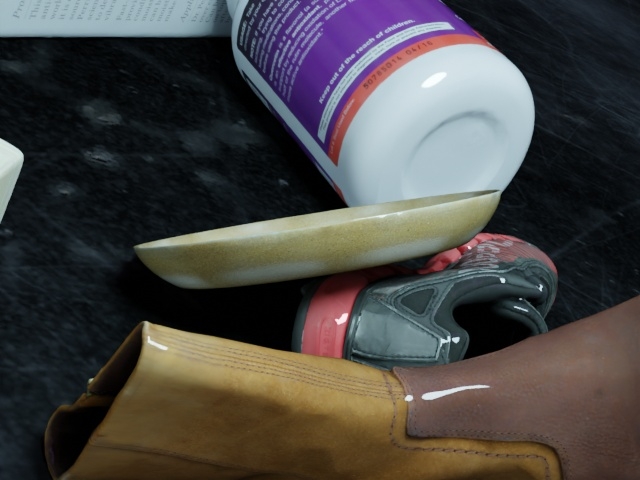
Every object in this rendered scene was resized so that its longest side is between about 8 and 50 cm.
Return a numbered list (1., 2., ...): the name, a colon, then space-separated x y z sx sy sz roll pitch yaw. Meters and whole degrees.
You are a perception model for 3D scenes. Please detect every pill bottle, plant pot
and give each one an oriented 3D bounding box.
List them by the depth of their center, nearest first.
1. plant pot: 0.000 0.000 0.739 0.236 0.032 0.236 -9 4 1
2. pill bottle: 0.036 -0.159 1.044 0.181 0.181 0.323 7 33 -39

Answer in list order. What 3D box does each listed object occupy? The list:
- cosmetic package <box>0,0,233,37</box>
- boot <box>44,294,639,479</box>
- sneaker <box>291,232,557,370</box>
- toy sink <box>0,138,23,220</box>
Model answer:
1. cosmetic package: -0.208 -0.317 1.037 0.161 0.230 0.453 38 25 20
2. boot: 0.041 0.064 0.543 0.280 0.264 0.096 17 59 -28
3. sneaker: 0.107 0.056 0.770 0.135 0.098 0.276 10 13 36
4. toy sink: -0.249 0.013 0.477 0.152 0.131 0.234 27 25 -2
